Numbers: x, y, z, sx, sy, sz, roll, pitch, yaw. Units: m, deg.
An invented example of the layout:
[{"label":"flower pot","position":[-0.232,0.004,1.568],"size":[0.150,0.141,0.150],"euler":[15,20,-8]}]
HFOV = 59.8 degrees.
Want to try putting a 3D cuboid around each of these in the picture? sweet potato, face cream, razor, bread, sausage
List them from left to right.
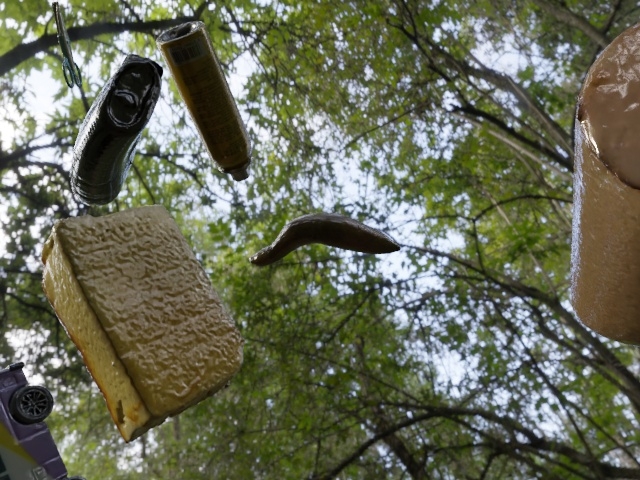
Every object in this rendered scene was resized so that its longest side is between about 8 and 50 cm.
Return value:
[{"label":"razor","position":[-0.422,-0.215,1.129],"size":[0.113,0.204,0.349],"euler":[24,-32,-19]},{"label":"bread","position":[-0.231,0.094,0.729],"size":[0.114,0.275,0.184],"euler":[-38,-12,37]},{"label":"face cream","position":[-0.229,-0.279,1.193],"size":[0.105,0.105,0.349],"euler":[-17,-53,4]},{"label":"sweet potato","position":[-0.004,-0.006,1.215],"size":[0.346,0.079,0.108],"euler":[-6,-81,16]},{"label":"sausage","position":[0.228,-0.012,0.362],"size":[0.123,0.123,0.253],"euler":[-23,-34,10]}]

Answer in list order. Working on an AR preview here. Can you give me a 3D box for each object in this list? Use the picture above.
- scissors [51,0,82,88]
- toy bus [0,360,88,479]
[{"label":"scissors","position":[-0.367,-0.280,0.802],"size":[0.014,0.058,0.119],"euler":[-7,-72,1]},{"label":"toy bus","position":[-0.633,0.500,1.097],"size":[0.209,0.440,0.249],"euler":[-38,-13,35]}]
